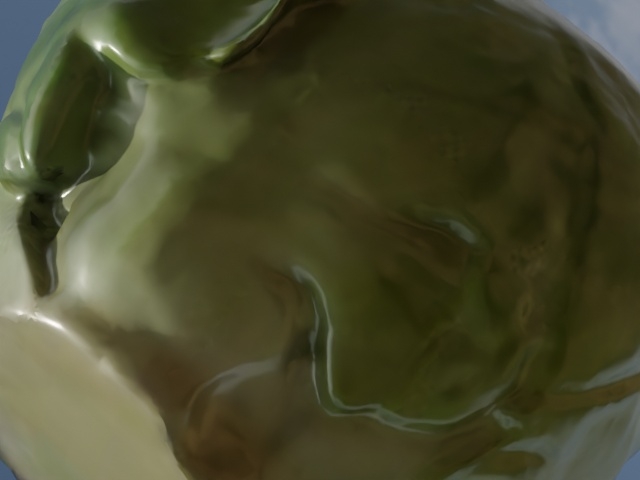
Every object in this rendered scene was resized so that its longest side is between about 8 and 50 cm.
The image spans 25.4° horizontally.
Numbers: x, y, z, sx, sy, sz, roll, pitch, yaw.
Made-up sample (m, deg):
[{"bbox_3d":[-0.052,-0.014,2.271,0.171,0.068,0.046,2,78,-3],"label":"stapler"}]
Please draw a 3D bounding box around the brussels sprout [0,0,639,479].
[{"bbox_3d":[0.000,0.000,0.446,0.244,0.244,0.244,21,-125,-33],"label":"brussels sprout"}]
